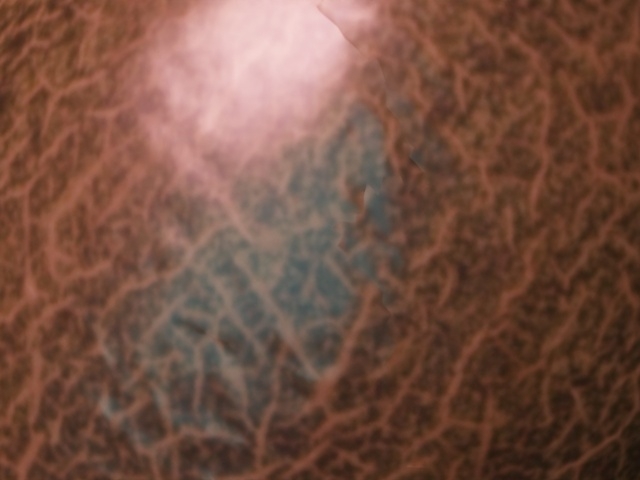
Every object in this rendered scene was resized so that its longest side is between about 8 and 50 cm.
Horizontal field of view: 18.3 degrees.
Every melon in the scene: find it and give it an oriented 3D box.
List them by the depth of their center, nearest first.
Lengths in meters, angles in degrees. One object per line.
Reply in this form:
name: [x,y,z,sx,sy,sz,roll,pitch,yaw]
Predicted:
melon: [0.000,0.000,0.499,0.237,0.237,0.301,43,115,7]
